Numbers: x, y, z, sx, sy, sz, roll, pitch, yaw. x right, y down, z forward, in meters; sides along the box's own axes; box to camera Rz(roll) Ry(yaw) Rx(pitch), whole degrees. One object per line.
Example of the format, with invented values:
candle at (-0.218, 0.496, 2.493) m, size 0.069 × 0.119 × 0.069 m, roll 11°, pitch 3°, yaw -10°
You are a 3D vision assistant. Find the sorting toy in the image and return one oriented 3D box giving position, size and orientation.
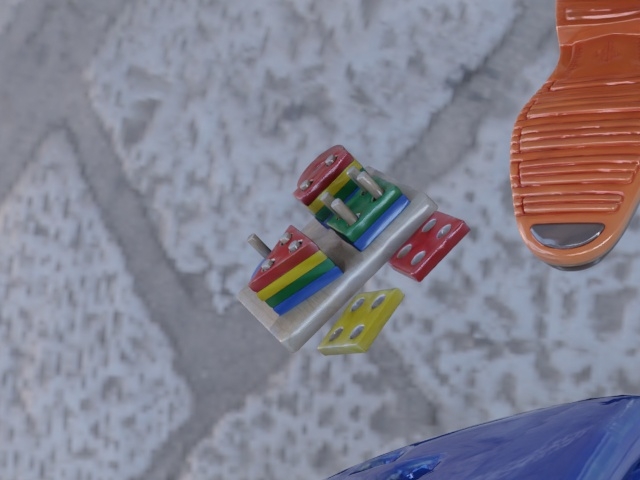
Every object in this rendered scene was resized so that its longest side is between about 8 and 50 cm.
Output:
sorting toy at (0.000, 0.000, 1.100) m, size 0.132 × 0.046 × 0.274 m, roll -45°, pitch 19°, yaw -3°

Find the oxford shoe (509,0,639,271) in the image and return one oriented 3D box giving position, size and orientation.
oxford shoe at (0.249, -0.092, 1.430) m, size 0.130 × 0.133 × 0.364 m, roll 2°, pitch 46°, yaw 23°

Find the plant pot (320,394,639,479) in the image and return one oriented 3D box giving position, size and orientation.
plant pot at (-0.009, 0.197, 0.459) m, size 0.212 × 0.236 × 0.236 m, roll -8°, pitch 105°, yaw 30°
